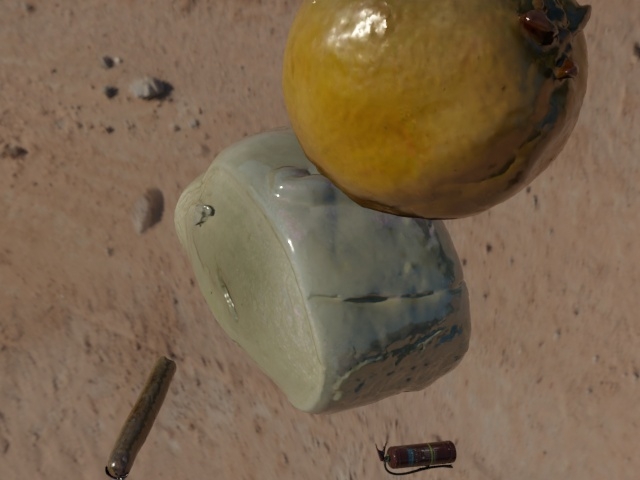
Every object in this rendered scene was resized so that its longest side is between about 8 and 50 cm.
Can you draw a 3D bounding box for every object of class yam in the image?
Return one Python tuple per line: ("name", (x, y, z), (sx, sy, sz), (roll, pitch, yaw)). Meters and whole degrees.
("yam", (-0.298, 0.294, 1.732), (0.046, 0.046, 0.264), (9, 36, 7))

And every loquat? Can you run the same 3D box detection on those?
("loquat", (0.085, -0.126, 0.789), (0.238, 0.238, 0.193), (33, 33, 14))

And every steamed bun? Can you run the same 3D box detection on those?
("steamed bun", (-0.001, -0.005, 1.173), (0.247, 0.236, 0.383), (-14, 44, -28))

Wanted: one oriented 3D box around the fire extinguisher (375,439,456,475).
("fire extinguisher", (0.148, 0.341, 1.637), (0.132, 0.039, 0.056), (-2, 90, -21))
